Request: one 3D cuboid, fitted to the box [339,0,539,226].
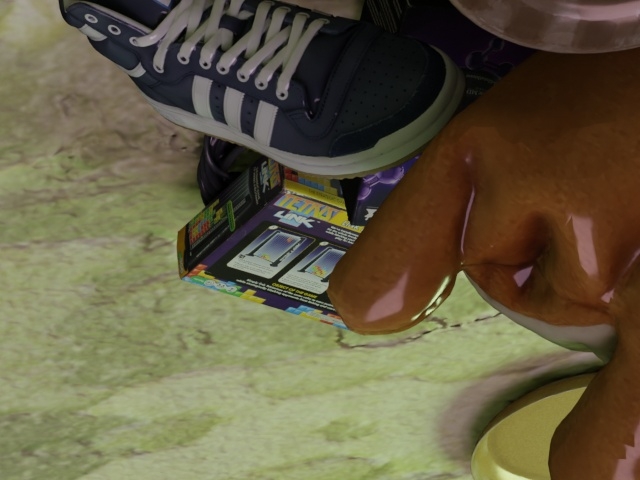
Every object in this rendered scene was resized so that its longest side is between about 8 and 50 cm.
[{"bbox_3d":[0.155,-0.101,1.244,0.261,0.103,0.184,2,131,-14],"label":"box"}]

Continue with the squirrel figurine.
[{"bbox_3d":[0.281,0.011,1.029,0.397,0.370,0.281,-53,159,11],"label":"squirrel figurine"}]

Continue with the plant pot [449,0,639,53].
[{"bbox_3d":[0.125,-0.258,0.916,0.323,0.280,0.323,-4,143,-3],"label":"plant pot"}]

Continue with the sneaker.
[{"bbox_3d":[-0.050,-0.128,1.117,0.282,0.099,0.153,14,156,44],"label":"sneaker"}]

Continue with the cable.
[{"bbox_3d":[-0.017,-0.052,1.361,0.184,0.047,0.150,19,141,-34],"label":"cable"}]

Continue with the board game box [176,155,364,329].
[{"bbox_3d":[0.000,0.000,1.357,0.170,0.048,0.141,19,139,-32],"label":"board game box"}]

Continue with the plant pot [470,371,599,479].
[{"bbox_3d":[0.258,0.189,1.729,0.236,0.032,0.236,-4,143,-3],"label":"plant pot"}]
